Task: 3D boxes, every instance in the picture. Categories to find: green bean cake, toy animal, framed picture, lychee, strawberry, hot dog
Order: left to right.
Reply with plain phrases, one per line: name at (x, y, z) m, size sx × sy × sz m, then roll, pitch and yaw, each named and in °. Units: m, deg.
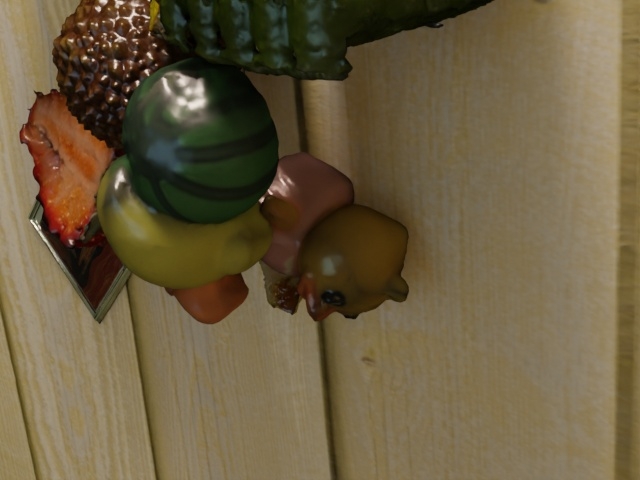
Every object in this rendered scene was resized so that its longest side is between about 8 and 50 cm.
framed picture at (-0.459, 0.000, 1.847) m, size 0.273 × 0.016 × 0.216 m, roll 53°, pitch 136°, yaw 14°
strawberry at (-0.372, -0.113, 1.624) m, size 0.280 × 0.150 × 0.254 m, roll 15°, pitch 97°, yaw 43°
lychee at (-0.223, -0.226, 1.333) m, size 0.267 × 0.267 × 0.268 m, roll 20°, pitch 121°, yaw 38°
toy animal at (-0.162, -0.055, 1.157) m, size 0.216 × 0.191 × 0.338 m, roll 46°, pitch 140°, yaw 22°
hot dog at (-0.052, 0.034, 1.422) m, size 0.078 × 0.061 × 0.169 m, roll -22°, pitch 69°, yaw 17°
toy animal at (0.004, -0.002, 1.288) m, size 0.169 × 0.195 × 0.281 m, roll -47°, pitch 63°, yaw 3°
green bean cake at (0.019, -0.309, 1.020) m, size 0.335 × 0.319 × 0.218 m, roll 23°, pitch 125°, yaw 42°

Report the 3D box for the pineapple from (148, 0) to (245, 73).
pineapple at (-0.125, -0.364, 1.212) m, size 0.158 × 0.335 × 0.161 m, roll 20°, pitch 129°, yaw -13°
